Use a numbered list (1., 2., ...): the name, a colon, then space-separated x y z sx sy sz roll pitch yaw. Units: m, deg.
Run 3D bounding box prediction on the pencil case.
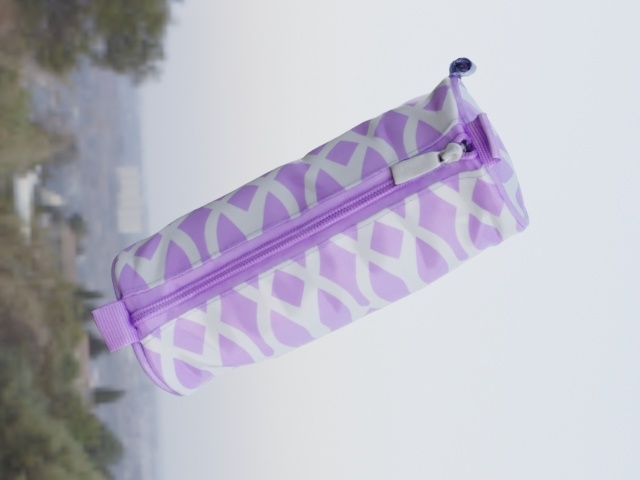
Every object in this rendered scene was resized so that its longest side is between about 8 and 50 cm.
1. pencil case: 0.000 0.000 0.664 0.086 0.206 0.088 61 11 1
